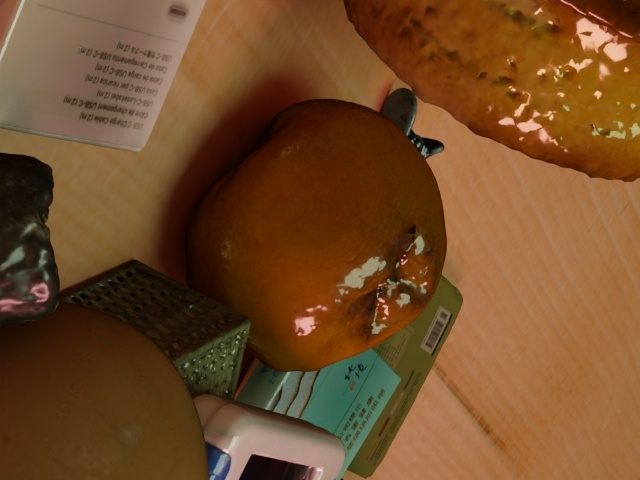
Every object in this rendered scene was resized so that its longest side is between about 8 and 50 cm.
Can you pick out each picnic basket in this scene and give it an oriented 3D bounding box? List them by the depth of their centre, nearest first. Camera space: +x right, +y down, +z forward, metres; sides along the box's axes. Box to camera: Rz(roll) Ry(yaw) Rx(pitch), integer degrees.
[{"bbox_3d":[-0.168,0.144,1.626,0.154,0.134,0.196,-29,139,-51],"label":"picnic basket"}]

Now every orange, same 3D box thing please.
[{"bbox_3d":[0.000,0.000,1.707,0.249,0.183,0.249,-25,126,-40],"label":"orange"}]

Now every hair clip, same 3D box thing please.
[{"bbox_3d":[0.016,-0.022,1.869,0.275,0.048,0.083,-50,136,-18],"label":"hair clip"}]

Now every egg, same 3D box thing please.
[{"bbox_3d":[-0.239,0.212,1.383,0.374,0.301,0.301,-62,155,-20],"label":"egg"}]

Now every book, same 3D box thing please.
[{"bbox_3d":[0.038,0.113,2.057,0.239,0.035,0.352,-61,152,-4],"label":"book"}]

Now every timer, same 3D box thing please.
[{"bbox_3d":[-0.080,0.220,1.623,0.178,0.078,0.253,-64,156,-2],"label":"timer"}]

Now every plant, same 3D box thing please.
[{"bbox_3d":[-0.270,0.001,1.287,0.129,0.195,0.132,159,-73,-75],"label":"plant"}]

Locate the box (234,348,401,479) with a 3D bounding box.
[{"bbox_3d":[-0.007,0.162,1.937,0.162,0.041,0.229,-58,152,-10],"label":"box"}]

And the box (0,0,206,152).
[{"bbox_3d":[-0.162,-0.197,1.343,0.203,0.106,0.251,5,110,-62],"label":"box"}]

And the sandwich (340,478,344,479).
[{"bbox_3d":[-0.002,0.335,2.148,0.090,0.088,0.244,-55,150,-32],"label":"sandwich"}]

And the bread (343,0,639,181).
[{"bbox_3d":[0.201,-0.221,1.662,0.398,0.398,0.215,-17,140,-54],"label":"bread"}]
